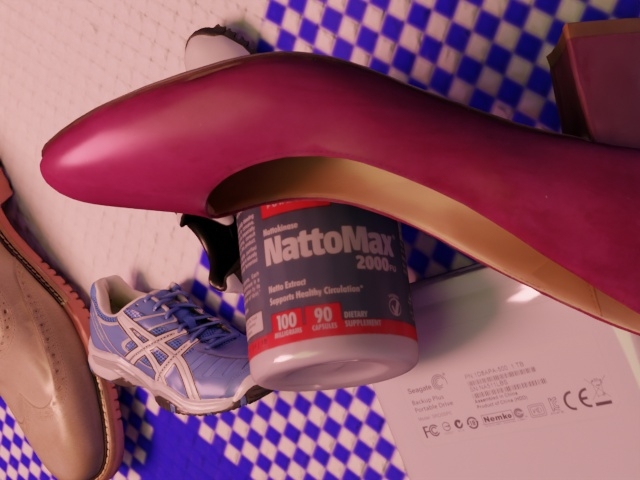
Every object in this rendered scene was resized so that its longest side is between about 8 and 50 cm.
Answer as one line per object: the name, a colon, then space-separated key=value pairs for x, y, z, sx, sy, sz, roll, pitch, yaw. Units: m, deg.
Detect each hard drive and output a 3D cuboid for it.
hard drive: x=0.157 y=0.166 z=0.704 sx=0.210 sy=0.040 sz=0.318 roll=-20 pitch=93 yaw=41

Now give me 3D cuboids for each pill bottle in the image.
pill bottle: x=0.000 y=0.000 z=0.695 sx=0.108 sy=0.108 sz=0.180 roll=-24 pitch=66 yaw=41

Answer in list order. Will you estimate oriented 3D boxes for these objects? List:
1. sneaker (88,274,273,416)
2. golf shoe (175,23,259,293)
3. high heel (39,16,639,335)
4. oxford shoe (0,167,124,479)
sneaker: x=-0.117 y=0.082 z=0.863 sx=0.211 sy=0.080 sz=0.081 roll=8 pitch=114 yaw=35
golf shoe: x=-0.066 y=-0.056 z=0.766 sx=0.077 sy=0.094 sz=0.198 roll=-15 pitch=95 yaw=42
high heel: x=0.032 y=-0.008 z=0.579 sx=0.377 sy=0.127 sz=0.181 roll=-8 pitch=81 yaw=10
oxford shoe: x=-0.322 y=0.064 z=0.972 sx=0.140 sy=0.146 sz=0.397 roll=-40 pitch=80 yaw=39
